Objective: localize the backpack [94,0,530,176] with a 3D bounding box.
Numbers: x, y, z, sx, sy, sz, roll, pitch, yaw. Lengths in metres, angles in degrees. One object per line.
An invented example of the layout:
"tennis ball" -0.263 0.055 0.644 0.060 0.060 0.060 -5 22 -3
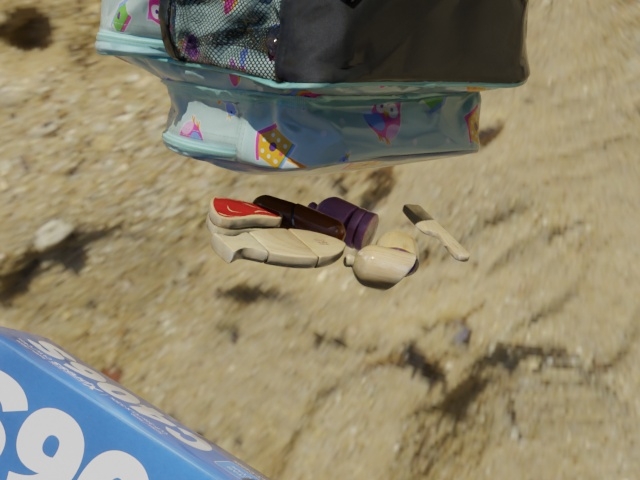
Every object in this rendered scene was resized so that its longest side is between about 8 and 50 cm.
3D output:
"backpack" -0.012 -0.106 0.831 0.188 0.166 0.144 25 115 42

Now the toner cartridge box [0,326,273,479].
"toner cartridge box" -0.066 0.195 0.888 0.348 0.075 0.165 29 93 22

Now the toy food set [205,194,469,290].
"toy food set" 0.000 0.000 0.788 0.122 0.078 0.019 4 114 -26
